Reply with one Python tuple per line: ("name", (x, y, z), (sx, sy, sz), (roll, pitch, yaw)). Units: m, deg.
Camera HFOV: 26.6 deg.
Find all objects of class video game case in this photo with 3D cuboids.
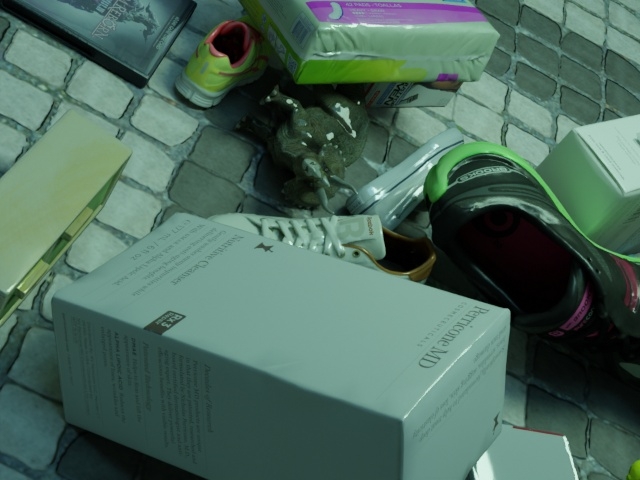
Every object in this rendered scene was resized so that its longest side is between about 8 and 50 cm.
("video game case", (-0.311, -0.322, 1.738), (0.274, 0.026, 0.196), (29, 41, -6))

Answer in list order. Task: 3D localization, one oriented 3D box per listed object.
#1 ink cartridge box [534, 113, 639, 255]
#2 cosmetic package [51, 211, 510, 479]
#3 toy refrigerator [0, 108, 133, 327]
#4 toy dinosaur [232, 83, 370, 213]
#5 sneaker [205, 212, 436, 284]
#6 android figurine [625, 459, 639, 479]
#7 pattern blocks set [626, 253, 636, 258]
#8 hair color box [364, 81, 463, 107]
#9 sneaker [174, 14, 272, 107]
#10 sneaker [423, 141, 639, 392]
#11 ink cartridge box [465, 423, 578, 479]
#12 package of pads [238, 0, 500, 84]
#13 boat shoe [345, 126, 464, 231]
("ink cartridge box", (0.399, -0.065, 1.835), (0.283, 0.207, 0.117), (-14, 62, -42))
("cosmetic package", (-0.038, 0.120, 1.276), (0.385, 0.156, 0.217), (14, 32, 27))
("toy refrigerator", (-0.300, -0.014, 1.394), (0.094, 0.102, 0.269), (34, 40, -2))
("toy dinosaur", (-0.003, -0.141, 1.731), (0.160, 0.121, 0.313), (46, 35, -6))
("sneaker", (0.000, 0.000, 1.570), (0.290, 0.123, 0.106), (11, 48, -24))
("android figurine", (0.400, 0.353, 1.466), (0.273, 0.056, 0.248), (-8, 63, -1))
("pattern blocks set", (0.557, 0.119, 1.844), (0.285, 0.026, 0.325), (-13, 50, -25))
("hair color box", (0.127, -0.235, 1.900), (0.167, 0.093, 0.053), (-7, 56, -38))
("sneaker", (-0.107, -0.251, 1.756), (0.081, 0.094, 0.208), (33, 39, 0))
("sneaker", (0.316, 0.079, 1.642), (0.483, 0.185, 0.202), (32, 32, -4))
("ink cartridge box", (0.163, 0.284, 1.369), (0.128, 0.176, 0.127), (11, 49, -25))
("package of pads", (0.053, -0.306, 1.773), (0.296, 0.101, 0.229), (-4, 44, -33))
("boat shoe", (0.123, -0.070, 1.764), (0.226, 0.083, 0.076), (-35, 87, -36))
